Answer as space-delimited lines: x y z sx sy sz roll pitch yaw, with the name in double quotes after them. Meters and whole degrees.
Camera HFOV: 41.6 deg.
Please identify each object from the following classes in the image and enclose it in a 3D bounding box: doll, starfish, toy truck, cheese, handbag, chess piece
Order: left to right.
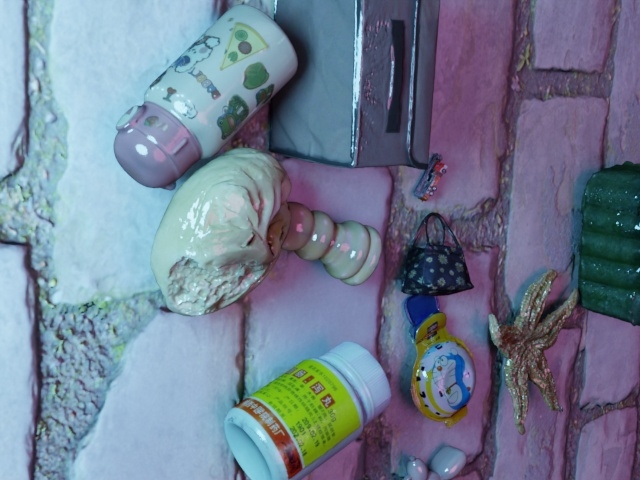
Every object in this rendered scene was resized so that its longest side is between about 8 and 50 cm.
0.000 0.000 1.221 0.170 0.094 0.094 21 86 -36 "chess piece"
0.194 0.437 1.494 0.160 0.059 0.161 -19 112 -36 "doll"
0.182 -0.103 1.386 0.032 0.024 0.083 33 80 -9 "toy truck"
0.192 0.021 1.398 0.115 0.072 0.139 4 81 -36 "handbag"
0.201 0.204 1.446 0.156 0.064 0.250 -28 104 -33 "cheese"
0.405 0.211 1.616 0.299 0.060 0.303 -11 101 -44 "starfish"

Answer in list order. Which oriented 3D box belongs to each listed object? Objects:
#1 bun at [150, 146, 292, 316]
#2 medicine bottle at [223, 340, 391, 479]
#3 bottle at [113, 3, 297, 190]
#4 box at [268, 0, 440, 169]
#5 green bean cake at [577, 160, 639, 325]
-0.112 -0.005 1.065 0.237 0.116 0.210 -62 160 -6 "bun"
-0.017 0.253 1.226 0.225 0.139 0.139 -29 117 -31 "medicine bottle"
-0.147 -0.171 1.040 0.253 0.120 0.120 -49 126 -22 "bottle"
0.042 -0.230 1.143 0.153 0.188 0.252 -8 107 -40 "box"
0.663 -0.008 1.711 0.307 0.169 0.300 -12 109 -38 "green bean cake"
